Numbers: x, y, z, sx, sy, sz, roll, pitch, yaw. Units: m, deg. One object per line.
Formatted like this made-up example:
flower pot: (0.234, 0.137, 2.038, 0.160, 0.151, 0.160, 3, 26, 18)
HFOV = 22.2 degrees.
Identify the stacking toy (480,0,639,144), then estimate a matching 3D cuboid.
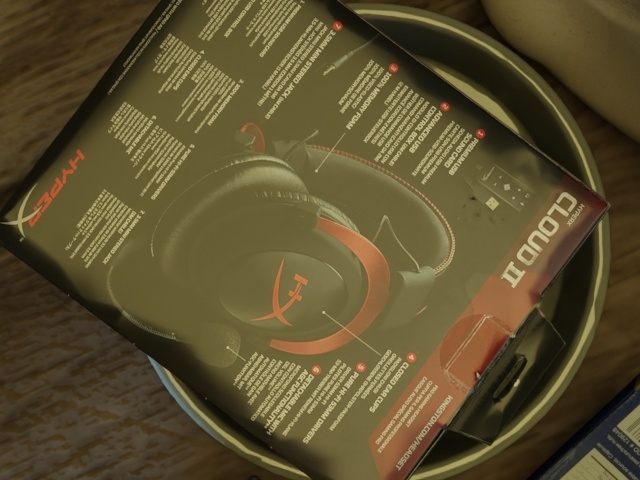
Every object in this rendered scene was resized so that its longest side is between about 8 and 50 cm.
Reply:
stacking toy: (0.300, -0.291, 0.887, 0.480, 0.350, 0.350, -41, 89, -8)

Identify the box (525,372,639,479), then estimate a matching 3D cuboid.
box: (0.169, 0.193, 0.969, 0.136, 0.036, 0.225, 43, 112, 1)

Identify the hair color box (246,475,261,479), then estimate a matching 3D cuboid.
hair color box: (0.037, 0.302, 0.921, 0.105, 0.174, 0.347, -42, 88, -2)

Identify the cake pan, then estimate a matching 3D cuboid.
cake pan: (0.027, 0.004, 0.996, 0.293, 0.054, 0.293, 0, 87, -2)

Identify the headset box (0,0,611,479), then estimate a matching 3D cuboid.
headset box: (0.000, 0.000, 0.913, 0.293, 0.110, 0.218, 36, 87, 1)
